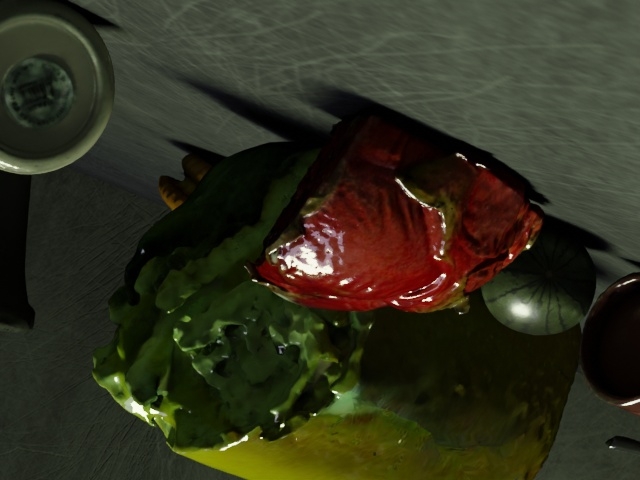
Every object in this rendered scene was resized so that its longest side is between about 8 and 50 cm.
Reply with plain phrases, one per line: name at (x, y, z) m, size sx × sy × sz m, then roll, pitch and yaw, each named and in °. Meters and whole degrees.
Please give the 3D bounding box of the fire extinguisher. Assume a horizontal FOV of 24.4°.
fire extinguisher at (0.326, 0.131, 1.089) m, size 0.341 × 0.141 × 0.105 m, roll 25°, pitch -153°, yaw -36°

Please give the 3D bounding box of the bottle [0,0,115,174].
bottle at (-0.226, -0.109, 0.980) m, size 0.110 × 0.110 × 0.233 m, roll 24°, pitch 176°, yaw -30°

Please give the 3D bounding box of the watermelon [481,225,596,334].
watermelon at (0.148, 0.028, 1.006) m, size 0.078 × 0.078 × 0.111 m, roll 22°, pitch 177°, yaw 15°

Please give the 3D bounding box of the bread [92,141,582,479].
bread at (0.043, 0.080, 1.107) m, size 0.208 × 0.251 × 0.377 m, roll 12°, pitch 168°, yaw 43°

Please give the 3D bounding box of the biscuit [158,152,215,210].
biscuit at (-0.074, -0.010, 1.581) m, size 0.220 × 0.066 × 0.220 m, roll 39°, pitch -178°, yaw -1°

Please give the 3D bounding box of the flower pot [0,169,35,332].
flower pot at (-0.414, -0.084, 1.424) m, size 0.379 × 0.251 × 0.379 m, roll 19°, pitch 177°, yaw 1°

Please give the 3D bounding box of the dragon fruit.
dragon fruit at (0.052, 0.002, 0.868) m, size 0.161 × 0.127 × 0.120 m, roll 24°, pitch -175°, yaw -9°
